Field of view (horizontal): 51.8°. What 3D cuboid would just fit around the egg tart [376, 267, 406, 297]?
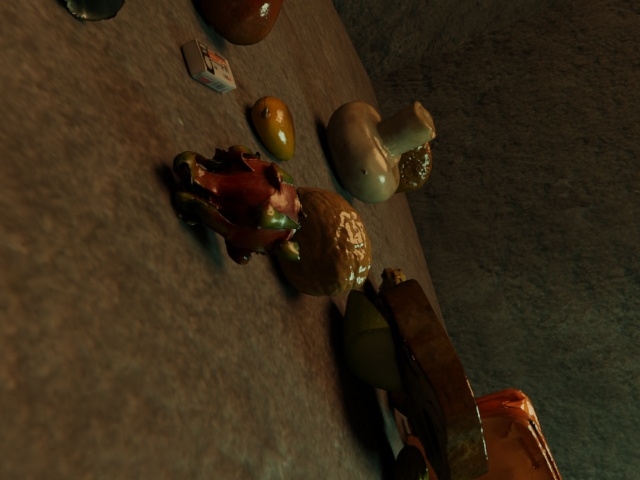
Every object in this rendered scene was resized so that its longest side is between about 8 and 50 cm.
[{"bbox_3d":[0.198,0.203,1.660,0.291,0.107,0.290,-21,90,-81],"label":"egg tart"}]

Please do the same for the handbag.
[{"bbox_3d":[0.393,0.554,1.510,0.116,0.304,0.410,-66,134,-69],"label":"handbag"}]

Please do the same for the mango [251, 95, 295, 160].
[{"bbox_3d":[-0.078,-0.202,1.216,0.187,0.066,0.101,62,14,-66],"label":"mango"}]

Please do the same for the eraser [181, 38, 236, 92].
[{"bbox_3d":[-0.167,-0.262,1.002,0.122,0.029,0.052,-3,74,-76],"label":"eraser"}]

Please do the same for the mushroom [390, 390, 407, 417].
[{"bbox_3d":[0.227,0.359,1.448,0.210,0.094,0.072,26,-21,46],"label":"mushroom"}]

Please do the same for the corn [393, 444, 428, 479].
[{"bbox_3d":[0.173,0.464,1.255,0.203,0.072,0.072,-65,134,-73],"label":"corn"}]

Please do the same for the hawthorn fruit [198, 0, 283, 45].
[{"bbox_3d":[-0.130,-0.422,1.100,0.189,0.149,0.149,119,-30,-47],"label":"hawthorn fruit"}]

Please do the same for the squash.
[{"bbox_3d":[0.069,0.190,1.246,0.184,0.085,0.192,47,-24,51],"label":"squash"}]

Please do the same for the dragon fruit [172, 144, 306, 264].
[{"bbox_3d":[-0.107,-0.045,0.789,0.175,0.138,0.142,17,8,-39],"label":"dragon fruit"}]

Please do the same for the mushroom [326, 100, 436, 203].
[{"bbox_3d":[0.173,-0.257,1.794,0.292,0.290,0.292,55,23,-37],"label":"mushroom"}]

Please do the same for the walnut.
[{"bbox_3d":[0.000,0.000,1.054,0.155,0.155,0.184,-34,105,-76],"label":"walnut"}]

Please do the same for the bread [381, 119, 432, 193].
[{"bbox_3d":[0.223,-0.265,2.081,0.142,0.253,0.227,-95,-176,-61],"label":"bread"}]

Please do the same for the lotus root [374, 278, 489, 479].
[{"bbox_3d":[0.206,0.266,1.231,0.375,0.111,0.390,112,-40,-89],"label":"lotus root"}]

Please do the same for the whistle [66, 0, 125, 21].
[{"bbox_3d":[-0.265,-0.381,0.713,0.062,0.062,0.312,37,36,-67],"label":"whistle"}]
